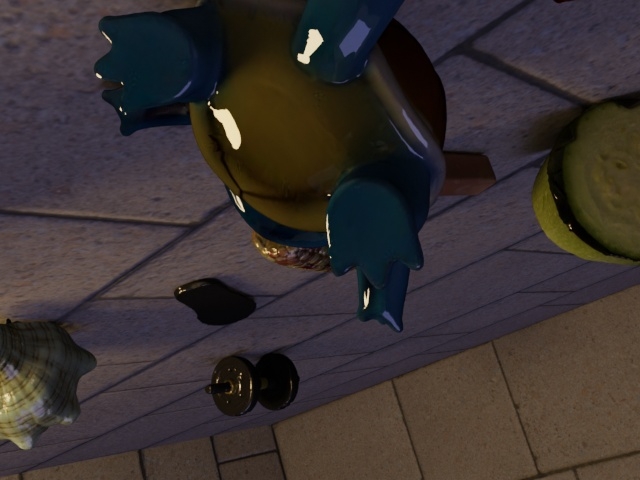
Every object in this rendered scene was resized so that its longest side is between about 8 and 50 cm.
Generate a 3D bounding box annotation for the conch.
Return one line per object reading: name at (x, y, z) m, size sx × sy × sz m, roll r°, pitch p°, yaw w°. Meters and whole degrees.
conch at (-0.448, 0.226, 1.169) m, size 0.203 × 0.169 × 0.386 m, roll -37°, pitch 174°, yaw -26°

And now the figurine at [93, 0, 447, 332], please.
figurine at (-0.017, -0.091, 0.532) m, size 0.298 × 0.242 × 0.416 m, roll 29°, pitch 153°, yaw 0°

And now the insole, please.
insole at (-0.179, 0.111, 1.298) m, size 0.110 × 0.012 × 0.309 m, roll -17°, pitch 163°, yaw 6°

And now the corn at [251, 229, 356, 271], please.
corn at (0.000, 0.000, 1.000) m, size 0.086 × 0.086 × 0.253 m, roll -24°, pitch 164°, yaw 23°

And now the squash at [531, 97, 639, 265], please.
squash at (0.381, -0.058, 0.945) m, size 0.220 × 0.220 × 0.133 m, roll -15°, pitch 159°, yaw -4°

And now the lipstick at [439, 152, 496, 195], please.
lipstick at (0.154, -0.083, 0.946) m, size 0.146 × 0.045 × 0.045 m, roll -3°, pitch 157°, yaw -36°

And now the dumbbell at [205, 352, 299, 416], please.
dumbbell at (-0.159, 0.352, 1.845) m, size 0.143 × 0.143 × 0.326 m, roll -28°, pitch 159°, yaw 33°

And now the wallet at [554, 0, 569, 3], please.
wallet at (0.290, -0.245, 0.569) m, size 0.205 × 0.045 × 0.142 m, roll -14°, pitch 162°, yaw -10°
